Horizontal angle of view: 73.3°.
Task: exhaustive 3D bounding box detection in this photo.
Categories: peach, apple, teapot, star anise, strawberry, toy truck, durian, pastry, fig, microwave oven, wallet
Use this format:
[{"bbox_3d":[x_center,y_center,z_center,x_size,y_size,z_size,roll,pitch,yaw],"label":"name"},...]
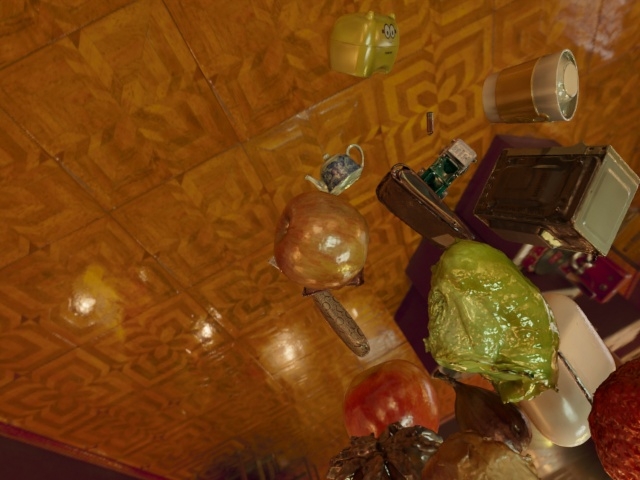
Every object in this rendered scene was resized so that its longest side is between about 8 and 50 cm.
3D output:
[{"bbox_3d":[0.274,0.658,1.633,0.387,0.388,0.389,-16,137,-16],"label":"peach"},{"bbox_3d":[0.000,0.000,0.931,0.187,0.211,0.211,13,125,-21],"label":"apple"},{"bbox_3d":[0.062,-0.258,1.564,0.232,0.159,0.159,-38,139,-5],"label":"teapot"},{"bbox_3d":[0.152,0.520,1.007,0.331,0.118,0.332,-21,179,-1],"label":"star anise"},{"bbox_3d":[0.577,0.303,0.708,0.257,0.257,0.277,-35,117,6],"label":"strawberry"},{"bbox_3d":[0.346,-0.190,1.220,0.216,0.110,0.116,-44,176,-9],"label":"toy truck"},{"bbox_3d":[0.340,0.160,0.861,0.255,0.340,0.204,4,172,-22],"label":"durian"},{"bbox_3d":[0.238,0.373,0.599,0.100,0.229,0.218,-20,179,-34],"label":"pastry"},{"bbox_3d":[0.405,0.444,1.121,0.170,0.274,0.146,-33,155,-27],"label":"fig"},{"bbox_3d":[0.689,-0.133,1.304,0.218,0.355,0.287,30,86,-28],"label":"microwave oven"},{"bbox_3d":[0.265,-0.081,1.118,0.071,0.262,0.221,-45,178,-8],"label":"wallet"}]

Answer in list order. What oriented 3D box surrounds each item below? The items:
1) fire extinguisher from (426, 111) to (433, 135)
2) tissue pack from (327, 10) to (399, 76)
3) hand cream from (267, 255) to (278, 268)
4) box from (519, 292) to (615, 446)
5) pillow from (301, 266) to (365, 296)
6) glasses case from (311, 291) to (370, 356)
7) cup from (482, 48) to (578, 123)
[{"bbox_3d":[0.367,-0.389,1.442,0.022,0.028,0.083,-4,122,12],"label":"fire extinguisher"},{"bbox_3d":[0.098,-0.436,0.948,0.178,0.123,0.127,-34,138,-51],"label":"tissue pack"},{"bbox_3d":[-0.122,0.034,1.836,0.257,0.084,0.050,-51,176,-36],"label":"hand cream"},{"bbox_3d":[0.607,0.313,1.097,0.348,0.289,0.141,-29,176,-39],"label":"box"},{"bbox_3d":[0.040,0.098,1.168,0.184,0.118,0.043,-16,128,19],"label":"pillow"},{"bbox_3d":[0.075,0.323,1.756,0.085,0.355,0.137,-34,159,-14],"label":"glasses case"},{"bbox_3d":[0.619,-0.422,1.247,0.241,0.226,0.186,2,92,-45],"label":"cup"}]
